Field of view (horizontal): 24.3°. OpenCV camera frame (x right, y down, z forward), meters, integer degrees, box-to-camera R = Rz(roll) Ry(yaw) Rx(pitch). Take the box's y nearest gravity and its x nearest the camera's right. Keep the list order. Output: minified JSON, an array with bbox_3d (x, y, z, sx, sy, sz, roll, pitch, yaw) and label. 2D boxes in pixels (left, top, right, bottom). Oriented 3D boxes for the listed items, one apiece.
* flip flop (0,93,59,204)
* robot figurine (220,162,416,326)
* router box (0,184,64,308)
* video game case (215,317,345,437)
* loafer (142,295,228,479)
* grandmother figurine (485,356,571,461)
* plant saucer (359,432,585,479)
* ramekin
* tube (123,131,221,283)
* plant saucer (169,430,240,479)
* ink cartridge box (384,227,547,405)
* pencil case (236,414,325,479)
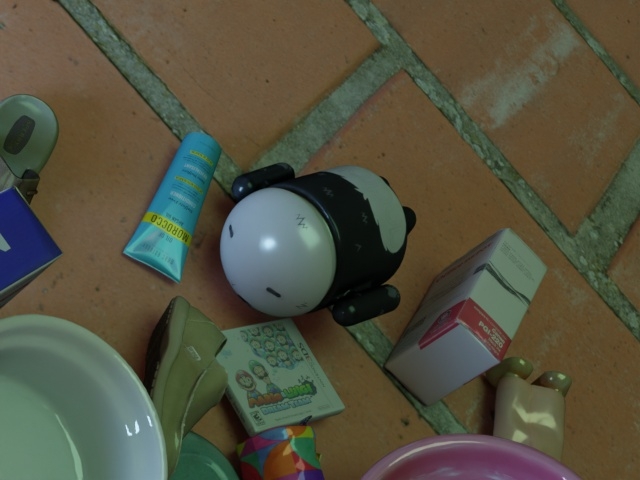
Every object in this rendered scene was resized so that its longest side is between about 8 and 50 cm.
[{"bbox_3d":[-0.361,-0.076,1.701,0.112,0.080,0.277,36,44,-18],"label":"flip flop"},{"bbox_3d":[-0.002,0.000,1.910,0.278,0.209,0.174,-19,114,-47],"label":"robot figurine"},{"bbox_3d":[-0.435,0.109,1.347,0.082,0.301,0.335,54,41,0],"label":"router box"},{"bbox_3d":[-0.061,0.166,1.836,0.157,0.019,0.143,-8,59,-45],"label":"video game case"},{"bbox_3d":[-0.154,0.169,1.679,0.092,0.102,0.268,21,39,-12],"label":"loafer"},{"bbox_3d":[0.275,0.329,1.998,0.207,0.104,0.342,15,52,0],"label":"grandmother figurine"},{"bbox_3d":[0.180,0.371,1.679,0.332,0.084,0.332,4,44,-4],"label":"plant saucer"},{"bbox_3d":[-0.302,0.225,1.494,0.277,0.135,0.277,22,56,-36],"label":"ramekin"},{"bbox_3d":[-0.180,-0.045,1.873,0.080,0.052,0.207,28,53,-13],"label":"tube"},{"bbox_3d":[-0.149,0.293,1.679,0.195,0.037,0.195,23,49,-30],"label":"plant saucer"},{"bbox_3d":[0.200,0.102,2.028,0.092,0.158,0.218,43,43,-10],"label":"ink cartridge box"},{"bbox_3d":[-0.022,0.325,1.728,0.104,0.104,0.236,3,63,-41],"label":"pencil case"}]
